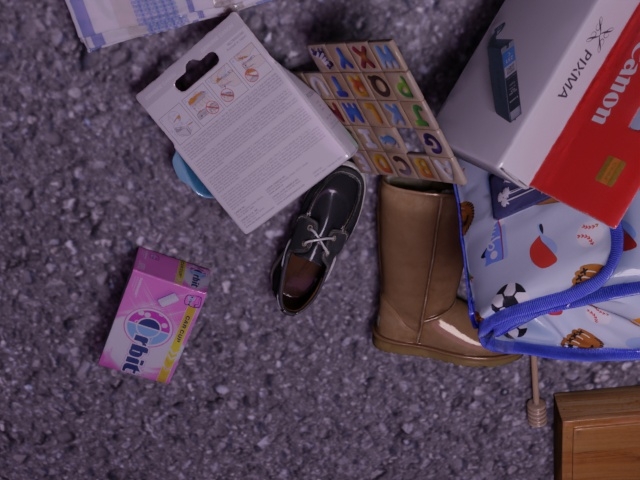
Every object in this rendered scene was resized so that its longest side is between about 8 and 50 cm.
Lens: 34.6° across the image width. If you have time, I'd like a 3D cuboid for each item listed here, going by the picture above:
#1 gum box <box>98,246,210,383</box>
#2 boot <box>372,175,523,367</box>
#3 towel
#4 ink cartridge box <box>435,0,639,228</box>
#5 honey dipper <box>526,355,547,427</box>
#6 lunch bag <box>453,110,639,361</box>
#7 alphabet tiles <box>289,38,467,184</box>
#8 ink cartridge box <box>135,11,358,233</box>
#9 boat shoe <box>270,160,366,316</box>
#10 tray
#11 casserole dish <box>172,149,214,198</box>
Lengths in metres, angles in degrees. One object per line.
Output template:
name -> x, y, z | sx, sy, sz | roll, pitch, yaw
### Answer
gum box -> -0.239, 0.114, 1.466 | 0.107, 0.062, 0.188 | 19, 120, -12
boot -> 0.187, 0.042, 1.411 | 0.236, 0.089, 0.269 | 3, 121, -3
towel -> -0.179, -0.350, 1.195 | 0.285, 0.034, 0.209 | -13, 119, 6
ink cartridge box -> 0.282, -0.193, 1.108 | 0.066, 0.261, 0.296 | 27, 95, -38
honey dipper -> 0.323, 0.213, 1.553 | 0.030, 0.030, 0.160 | -8, 119, 5
lunch bag -> 0.352, -0.040, 1.198 | 0.385, 0.328, 0.239 | -6, 148, 7
alphabet tiles -> 0.053, -0.154, 1.230 | 0.009, 0.237, 0.198 | -45, 120, -22
ink cartridge box -> -0.092, -0.146, 1.278 | 0.181, 0.056, 0.224 | -35, 97, 23
boat shoe -> 0.000, 0.000, 1.390 | 0.084, 0.079, 0.233 | 22, 118, -11
tray -> 0.575, 0.317, 1.593 | 0.411, 0.076, 0.203 | -6, 122, 3
casserole dish -> -0.100, -0.122, 1.336 | 0.188, 0.037, 0.114 | -15, 121, 8
